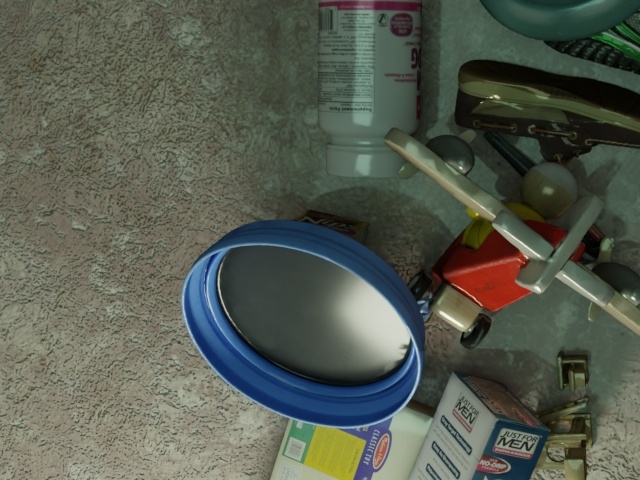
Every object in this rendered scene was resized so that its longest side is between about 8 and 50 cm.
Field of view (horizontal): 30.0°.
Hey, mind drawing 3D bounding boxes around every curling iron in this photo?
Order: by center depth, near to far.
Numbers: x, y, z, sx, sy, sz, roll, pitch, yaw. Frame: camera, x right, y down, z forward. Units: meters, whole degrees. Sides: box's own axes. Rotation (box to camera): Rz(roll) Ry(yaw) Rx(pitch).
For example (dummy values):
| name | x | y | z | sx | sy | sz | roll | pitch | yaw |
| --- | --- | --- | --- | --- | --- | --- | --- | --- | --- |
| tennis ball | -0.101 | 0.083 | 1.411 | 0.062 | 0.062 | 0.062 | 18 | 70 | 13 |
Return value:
| name | x | y | z | sx | sy | sz | roll | pitch | yaw |
| --- | --- | --- | --- | --- | --- | --- | --- | --- | --- |
| curling iron | 0.350 | -0.068 | 1.868 | 0.068 | 0.035 | 0.274 | -41 | 86 | 18 |

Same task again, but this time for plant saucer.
| name | x | y | z | sx | sy | sz | roll | pitch | yaw |
| --- | --- | --- | --- | --- | --- | --- | --- | --- | --- |
| plant saucer | 0.361 | -0.450 | 1.748 | 0.317 | 0.043 | 0.318 | -6 | 76 | 25 |

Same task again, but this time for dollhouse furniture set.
| name | x | y | z | sx | sy | sz | roll | pitch | yaw |
| --- | --- | --- | --- | --- | --- | --- | --- | --- | --- |
| dollhouse furniture set | 0.358 | 0.270 | 1.839 | 0.101 | 0.182 | 0.161 | -3 | 98 | 17 |

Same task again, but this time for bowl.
| name | x | y | z | sx | sy | sz | roll | pitch | yaw |
| --- | --- | --- | --- | --- | --- | --- | --- | --- | --- |
| bowl | -0.022 | 0.129 | 1.840 | 0.391 | 0.077 | 0.391 | 14 | 134 | 15 |

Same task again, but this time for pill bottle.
| name | x | y | z | sx | sy | sz | roll | pitch | yaw |
| --- | --- | --- | --- | --- | --- | --- | --- | --- | --- |
| pill bottle | 0.076 | -0.244 | 1.856 | 0.160 | 0.160 | 0.283 | 3 | 100 | 16 |

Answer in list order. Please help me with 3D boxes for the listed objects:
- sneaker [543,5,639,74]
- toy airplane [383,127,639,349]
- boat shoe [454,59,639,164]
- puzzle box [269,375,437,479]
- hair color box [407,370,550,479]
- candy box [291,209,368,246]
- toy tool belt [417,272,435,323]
| name | x | y | z | sx | sy | sz | roll | pitch | yaw |
| --- | --- | --- | --- | --- | --- | --- | --- | --- | --- |
| sneaker | 0.507 | -0.304 | 1.736 | 0.343 | 0.134 | 0.146 | 19 | 102 | 13 |
| toy airplane | 0.298 | -0.011 | 1.722 | 0.384 | 0.386 | 0.272 | 17 | 62 | 33 |
| boat shoe | 0.368 | -0.177 | 1.814 | 0.342 | 0.123 | 0.123 | 14 | 118 | 12 |
| puzzle box | 0.047 | 0.438 | 2.023 | 0.272 | 0.052 | 0.409 | 21 | 103 | 13 |
| hair color box | 0.218 | 0.401 | 1.864 | 0.105 | 0.174 | 0.347 | 15 | 104 | -23 |
| candy box | 0.000 | 0.000 | 1.901 | 0.109 | 0.186 | 0.053 | 13 | 104 | 14 |
| toy tool belt | 0.165 | 0.096 | 1.938 | 0.052 | 0.051 | 0.083 | 18 | 102 | 13 |
